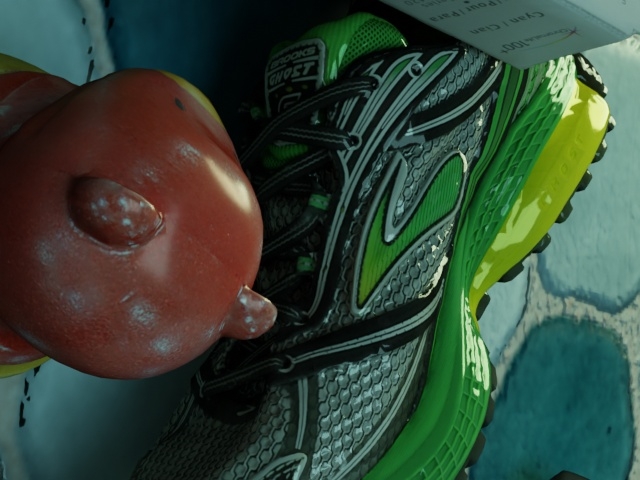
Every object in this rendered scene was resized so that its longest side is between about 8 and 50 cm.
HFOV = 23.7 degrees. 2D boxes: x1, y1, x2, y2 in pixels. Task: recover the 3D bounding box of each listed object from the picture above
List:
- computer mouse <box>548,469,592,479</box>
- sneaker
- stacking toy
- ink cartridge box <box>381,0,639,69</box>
[{"bbox_3d":[0.151,0.229,0.893,0.071,0.041,0.242,-58,142,-48],"label":"computer mouse"},{"bbox_3d":[0.000,0.000,0.624,0.146,0.134,0.344,52,49,-32],"label":"sneaker"},{"bbox_3d":[-0.116,-0.105,0.452,0.309,0.130,0.280,26,77,-48],"label":"stacking toy"},{"bbox_3d":[0.108,-0.215,0.634,0.261,0.066,0.296,17,70,-41],"label":"ink cartridge box"}]
